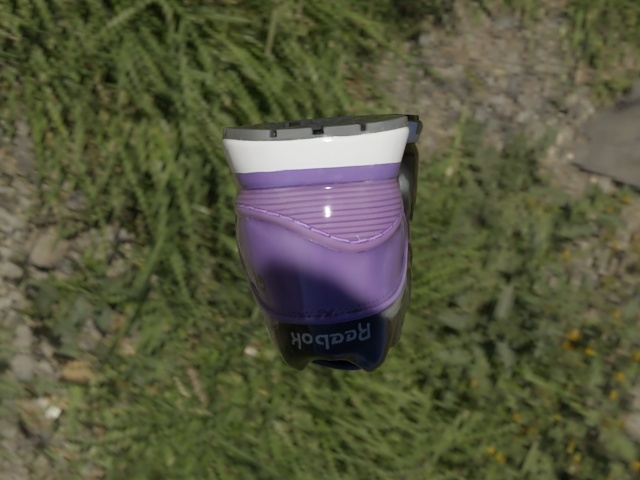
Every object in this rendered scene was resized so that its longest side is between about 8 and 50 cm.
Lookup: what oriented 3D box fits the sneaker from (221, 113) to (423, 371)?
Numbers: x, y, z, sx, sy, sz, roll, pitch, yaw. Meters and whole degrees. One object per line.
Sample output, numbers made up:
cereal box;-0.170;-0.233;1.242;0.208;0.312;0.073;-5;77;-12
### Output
sneaker;0.000;0.000;0.768;0.107;0.283;0.124;-4;95;6
